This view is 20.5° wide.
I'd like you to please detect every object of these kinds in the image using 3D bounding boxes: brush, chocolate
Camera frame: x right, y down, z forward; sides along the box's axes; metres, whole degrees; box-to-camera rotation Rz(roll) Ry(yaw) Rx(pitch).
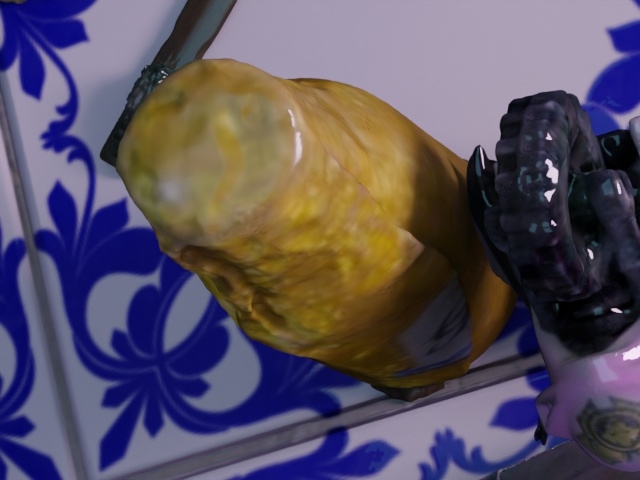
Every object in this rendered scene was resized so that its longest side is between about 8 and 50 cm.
[{"bbox_3d":[-0.096,-0.134,1.207,0.034,0.027,0.190,31,91,19],"label":"brush"},{"bbox_3d":[0.000,0.000,0.934,0.162,0.445,0.162,-2,83,14],"label":"chocolate"}]

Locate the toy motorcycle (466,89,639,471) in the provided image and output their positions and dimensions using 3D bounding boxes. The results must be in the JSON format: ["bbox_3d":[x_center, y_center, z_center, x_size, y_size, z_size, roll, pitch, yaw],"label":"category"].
[{"bbox_3d":[0.173,0.019,0.939,0.143,0.327,0.188,-16,84,26],"label":"toy motorcycle"}]

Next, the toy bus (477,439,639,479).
[{"bbox_3d":[0.125,0.192,1.012,0.317,0.112,0.138,-24,34,11],"label":"toy bus"}]

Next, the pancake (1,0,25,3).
[{"bbox_3d":[-0.260,-0.267,1.277,0.236,0.042,0.222,20,90,21],"label":"pancake"}]
